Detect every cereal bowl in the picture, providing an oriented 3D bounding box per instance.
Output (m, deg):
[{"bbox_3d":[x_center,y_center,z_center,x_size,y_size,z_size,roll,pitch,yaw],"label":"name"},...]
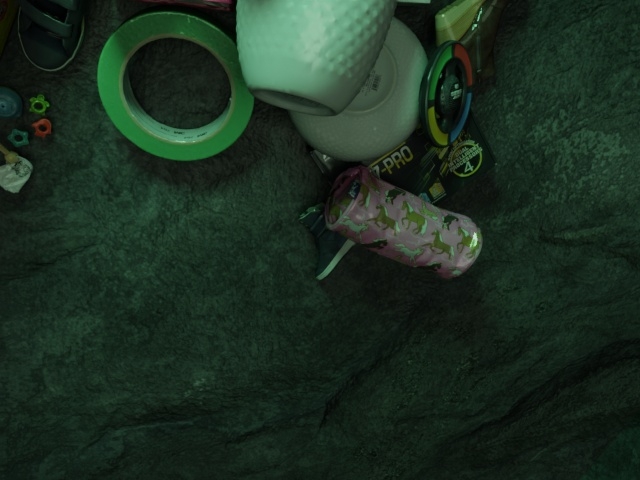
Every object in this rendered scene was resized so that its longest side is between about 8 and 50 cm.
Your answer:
[{"bbox_3d":[0.080,-0.349,1.022,0.340,0.141,0.338,0,94,3],"label":"cereal bowl"}]

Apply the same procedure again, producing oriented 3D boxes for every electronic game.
[{"bbox_3d":[0.284,-0.321,1.030,0.229,0.048,0.229,-22,120,-45],"label":"electronic game"}]

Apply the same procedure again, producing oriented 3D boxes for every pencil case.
[{"bbox_3d":[0.205,-0.038,1.132,0.387,0.160,0.167,23,140,-19],"label":"pencil case"}]

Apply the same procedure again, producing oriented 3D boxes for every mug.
[{"bbox_3d":[-0.035,-0.411,0.855,0.277,0.374,0.327,10,96,-33],"label":"mug"}]

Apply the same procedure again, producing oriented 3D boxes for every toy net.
[{"bbox_3d":[-0.678,-0.222,1.047,0.122,0.045,0.232,-1,117,-30],"label":"toy net"}]

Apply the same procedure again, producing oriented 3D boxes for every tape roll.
[{"bbox_3d":[-0.307,-0.334,1.014,0.322,0.077,0.321,-6,126,-8],"label":"tape roll"}]

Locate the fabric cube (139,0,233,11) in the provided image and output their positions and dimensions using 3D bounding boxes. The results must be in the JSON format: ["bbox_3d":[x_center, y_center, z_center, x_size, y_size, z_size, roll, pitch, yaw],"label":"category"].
[{"bbox_3d":[-0.282,-0.579,0.846,0.255,0.259,0.257,2,113,-11],"label":"fabric cube"}]

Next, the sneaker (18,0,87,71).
[{"bbox_3d":[-0.524,-0.489,0.912,0.126,0.127,0.320,21,109,-20],"label":"sneaker"}]

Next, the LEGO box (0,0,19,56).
[{"bbox_3d":[-0.689,-0.418,0.773,0.193,0.372,0.499,26,105,-20],"label":"LEGO box"}]

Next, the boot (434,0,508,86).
[{"bbox_3d":[0.400,-0.505,1.128,0.249,0.090,0.206,-31,128,2],"label":"boot"}]

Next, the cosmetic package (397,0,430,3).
[{"bbox_3d":[0.116,-0.558,1.024,0.239,0.099,0.060,-2,111,-11],"label":"cosmetic package"}]

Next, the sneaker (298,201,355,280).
[{"bbox_3d":[0.001,-0.001,1.257,0.163,0.086,0.226,38,132,3],"label":"sneaker"}]

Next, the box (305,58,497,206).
[{"bbox_3d":[0.211,-0.218,1.193,0.395,0.097,0.318,-34,112,5],"label":"box"}]
